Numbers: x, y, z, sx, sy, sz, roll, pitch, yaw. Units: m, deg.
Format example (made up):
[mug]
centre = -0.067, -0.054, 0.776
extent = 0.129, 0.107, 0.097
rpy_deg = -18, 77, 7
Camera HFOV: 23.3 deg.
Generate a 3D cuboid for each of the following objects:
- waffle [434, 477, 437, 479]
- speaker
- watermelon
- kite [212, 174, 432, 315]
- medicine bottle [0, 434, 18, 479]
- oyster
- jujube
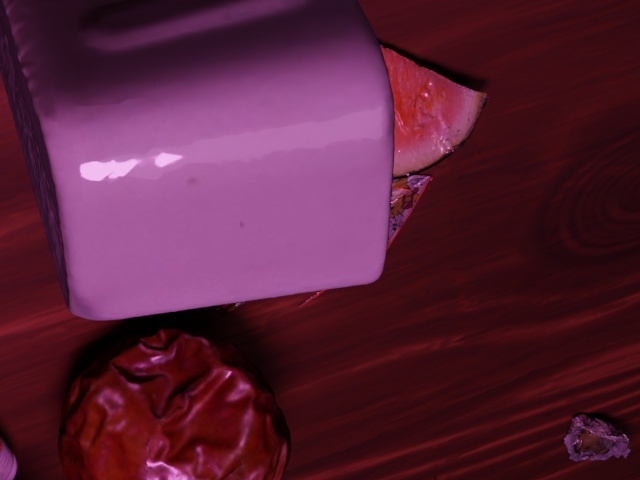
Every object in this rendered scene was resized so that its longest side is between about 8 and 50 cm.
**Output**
[waffle]
centre = 0.075, 0.400, 1.913
extent = 0.245, 0.052, 0.254
rpy_deg = -19, 141, -9
[speaker]
centre = -0.105, -0.141, 0.952
extent = 0.184, 0.406, 0.183
rpy_deg = -13, 138, -13
[watermelon]
centre = 0.034, -0.113, 1.339
extent = 0.245, 0.063, 0.119
rpy_deg = 11, 108, -32
[kite]
centre = 0.000, 0.000, 1.473
extent = 0.244, 0.006, 0.198
rpy_deg = -32, 141, 3
[medicine bottle]
centre = -0.324, 0.196, 1.452
extent = 0.057, 0.057, 0.089
rpy_deg = -25, 140, -5
[oyster]
centre = 0.338, 0.246, 1.924
extent = 0.098, 0.037, 0.100
rpy_deg = 11, 150, -15
[jujube]
centre = -0.143, 0.224, 1.497
extent = 0.216, 0.216, 0.342
rpy_deg = -18, 151, -13
